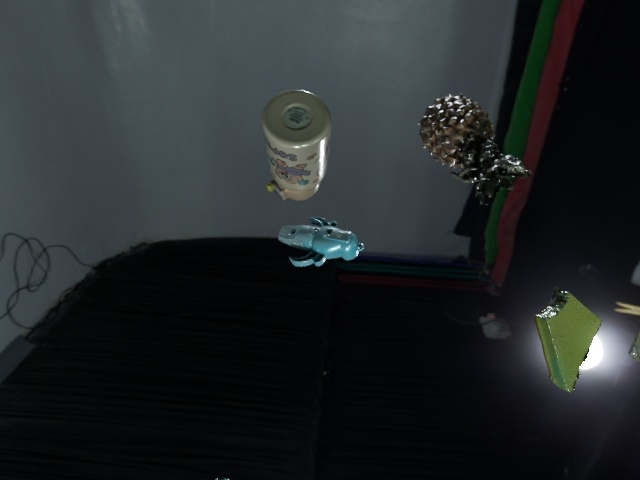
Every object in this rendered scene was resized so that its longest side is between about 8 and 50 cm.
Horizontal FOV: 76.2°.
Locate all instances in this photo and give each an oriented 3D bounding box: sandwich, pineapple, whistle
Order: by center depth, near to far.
[{"bbox_3d":[0.350,-0.223,0.949,0.361,0.175,0.174,-108,-165,-55],"label":"pineapple"},{"bbox_3d":[0.698,0.284,1.197,0.244,0.212,0.063,-59,-161,-12],"label":"sandwich"},{"bbox_3d":[0.000,0.000,1.244,0.093,0.274,0.186,76,31,-48],"label":"whistle"}]

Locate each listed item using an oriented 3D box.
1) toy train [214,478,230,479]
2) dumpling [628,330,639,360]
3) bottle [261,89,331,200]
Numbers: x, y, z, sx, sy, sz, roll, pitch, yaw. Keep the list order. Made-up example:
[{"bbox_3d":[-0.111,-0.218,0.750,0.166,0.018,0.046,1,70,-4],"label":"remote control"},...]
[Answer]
[{"bbox_3d":[-0.141,0.423,0.650,0.045,0.092,0.029,-59,157,1],"label":"toy train"},{"bbox_3d":[0.894,0.248,0.938,0.086,0.333,0.165,-111,-143,-75],"label":"dumpling"},{"bbox_3d":[-0.041,-0.130,0.650,0.097,0.110,0.209,52,-14,14],"label":"bottle"}]
